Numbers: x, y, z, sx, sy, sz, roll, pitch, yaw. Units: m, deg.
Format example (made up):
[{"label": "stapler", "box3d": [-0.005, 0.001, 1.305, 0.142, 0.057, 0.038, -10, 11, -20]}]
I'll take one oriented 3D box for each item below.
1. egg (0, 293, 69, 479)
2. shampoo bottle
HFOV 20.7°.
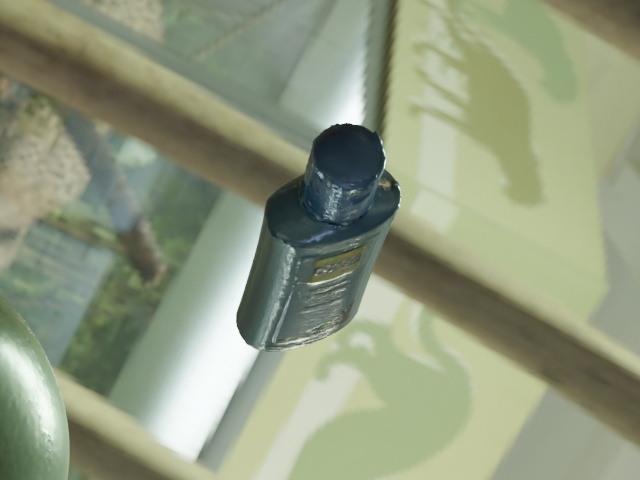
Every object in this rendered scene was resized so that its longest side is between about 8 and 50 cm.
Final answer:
[{"label": "egg", "box3d": [-0.256, 0.118, 1.057, 0.282, 0.203, 0.203, 80, 25, -57]}, {"label": "shampoo bottle", "box3d": [0.000, 0.000, 1.275, 0.258, 0.104, 0.061, 107, -40, -61]}]
